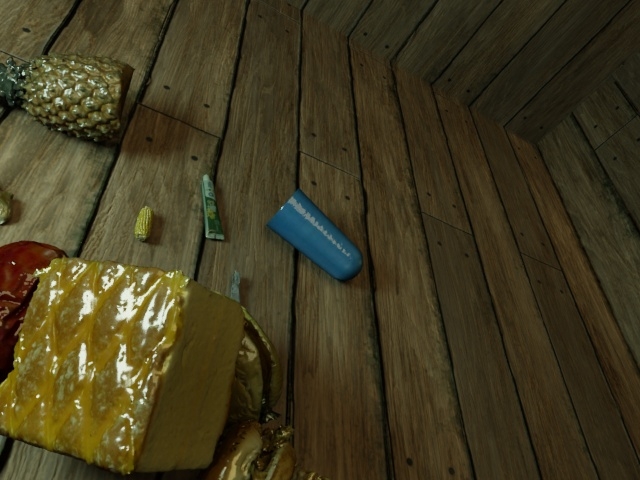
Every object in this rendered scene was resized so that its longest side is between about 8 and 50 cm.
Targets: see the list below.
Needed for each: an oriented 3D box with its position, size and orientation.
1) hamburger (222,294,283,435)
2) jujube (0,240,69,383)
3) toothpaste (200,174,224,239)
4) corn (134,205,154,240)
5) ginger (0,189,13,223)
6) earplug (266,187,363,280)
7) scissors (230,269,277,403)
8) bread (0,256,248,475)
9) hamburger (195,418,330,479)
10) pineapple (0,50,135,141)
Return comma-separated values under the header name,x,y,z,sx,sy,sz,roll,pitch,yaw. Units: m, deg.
name,x,y,z,sx,sy,sz,roll,pitch,yaw
hamburger,-0.184,0.208,0.977,0.309,0.211,0.132,48,40,16
jujube,-0.505,0.113,0.867,0.174,0.174,0.250,31,40,-12
toothpaste,-0.279,-0.088,1.347,0.049,0.031,0.204,7,52,-32
corn,-0.397,-0.038,1.200,0.037,0.037,0.092,20,45,-23
ginger,-0.653,-0.094,1.044,0.137,0.044,0.057,46,10,-3
earplug,0.000,0.000,1.421,0.273,0.132,0.132,42,39,-4
scissors,-0.183,0.210,1.144,0.191,0.029,0.360,16,48,-25
bread,-0.288,0.182,0.803,0.207,0.279,0.279,45,51,-59
hamburger,-0.104,0.424,0.855,0.211,0.245,0.260,36,80,-2
pineapple,-0.618,-0.346,1.195,0.362,0.202,0.202,9,48,-23
